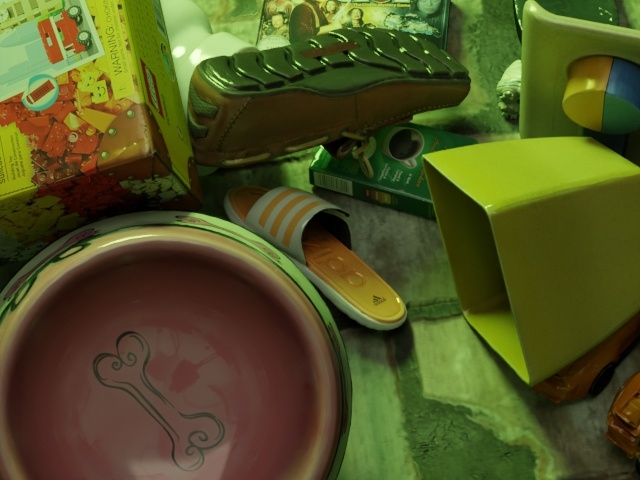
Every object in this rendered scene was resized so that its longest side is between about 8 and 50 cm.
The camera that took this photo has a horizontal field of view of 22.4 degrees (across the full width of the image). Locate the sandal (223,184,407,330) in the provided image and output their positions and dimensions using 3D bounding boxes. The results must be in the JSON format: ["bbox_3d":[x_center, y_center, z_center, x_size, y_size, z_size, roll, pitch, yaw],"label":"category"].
[{"bbox_3d":[0.007,-0.003,1.873,0.265,0.076,0.102,38,37,20],"label":"sandal"}]

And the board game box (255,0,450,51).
[{"bbox_3d":[0.043,-0.272,2.091,0.243,0.042,0.165,4,56,5],"label":"board game box"}]

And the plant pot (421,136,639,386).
[{"bbox_3d":[0.250,-0.002,1.747,0.187,0.212,0.212,-20,23,-9],"label":"plant pot"}]

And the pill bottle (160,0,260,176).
[{"bbox_3d":[-0.262,-0.229,1.977,0.363,0.210,0.210,26,61,19],"label":"pill bottle"}]

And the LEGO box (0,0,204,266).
[{"bbox_3d":[-0.373,-0.234,1.787,0.372,0.193,0.500,-17,70,7],"label":"LEGO box"}]

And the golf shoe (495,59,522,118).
[{"bbox_3d":[0.310,-0.190,2.010,0.176,0.069,0.086,12,51,10],"label":"golf shoe"}]

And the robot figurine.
[{"bbox_3d":[0.380,0.097,1.794,0.211,0.085,0.291,34,64,28],"label":"robot figurine"}]

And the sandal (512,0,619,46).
[{"bbox_3d":[0.301,-0.425,2.142,0.168,0.107,0.445,-11,56,-4],"label":"sandal"}]

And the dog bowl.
[{"bbox_3d":[-0.159,0.164,1.629,0.408,0.150,0.408,1,86,-7],"label":"dog bowl"}]

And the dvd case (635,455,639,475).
[{"bbox_3d":[0.462,0.301,1.686,0.179,0.029,0.238,-18,56,-9],"label":"dvd case"}]

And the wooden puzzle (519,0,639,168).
[{"bbox_3d":[0.383,-0.121,1.808,0.348,0.322,0.080,17,69,13],"label":"wooden puzzle"}]

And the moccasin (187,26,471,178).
[{"bbox_3d":[0.016,-0.156,1.896,0.380,0.147,0.139,-18,45,-37],"label":"moccasin"}]

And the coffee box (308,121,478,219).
[{"bbox_3d":[0.089,-0.094,1.968,0.184,0.040,0.113,15,56,13],"label":"coffee box"}]
